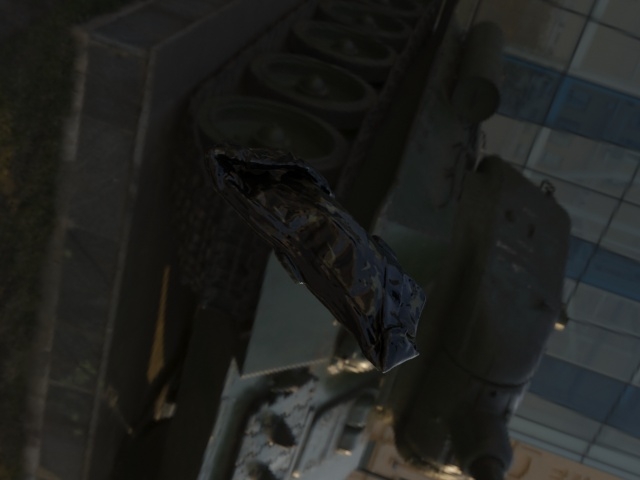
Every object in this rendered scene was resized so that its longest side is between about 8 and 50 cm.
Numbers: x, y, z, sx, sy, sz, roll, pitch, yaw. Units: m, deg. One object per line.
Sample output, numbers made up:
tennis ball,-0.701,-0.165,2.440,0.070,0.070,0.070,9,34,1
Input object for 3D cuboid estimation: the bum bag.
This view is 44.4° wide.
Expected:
bum bag,0.000,0.000,0.657,0.069,0.248,0.102,-43,169,19
